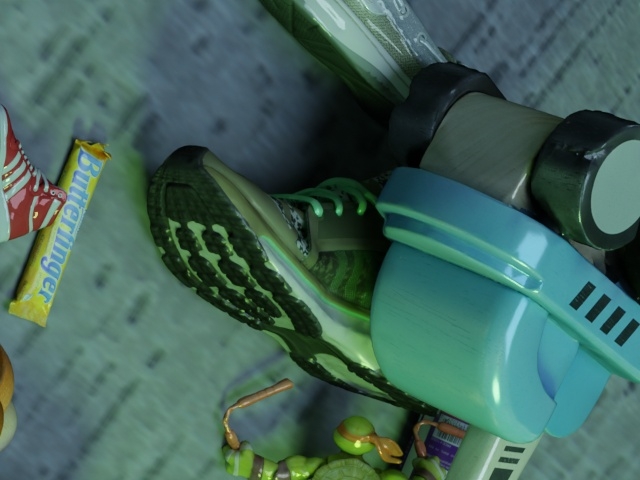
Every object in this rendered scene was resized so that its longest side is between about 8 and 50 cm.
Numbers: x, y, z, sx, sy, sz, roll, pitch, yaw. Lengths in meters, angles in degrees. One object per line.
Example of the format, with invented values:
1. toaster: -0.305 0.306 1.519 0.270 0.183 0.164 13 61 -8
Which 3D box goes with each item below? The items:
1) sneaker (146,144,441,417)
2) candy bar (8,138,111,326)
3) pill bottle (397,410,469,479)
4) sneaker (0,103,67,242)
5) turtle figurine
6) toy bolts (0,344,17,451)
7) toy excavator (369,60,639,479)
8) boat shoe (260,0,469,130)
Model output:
1. sneaker: 0.000 0.000 1.719 0.410 0.158 0.182 42 65 -46
2. candy bar: -0.215 -0.009 1.601 0.040 0.018 0.161 22 89 -42
3. pill bottle: 0.124 0.248 1.901 0.108 0.108 0.193 25 87 -42
4. sneaker: -0.239 -0.059 1.549 0.067 0.042 0.118 -14 119 -32
5. turtle figurine: 0.027 0.251 1.797 0.269 0.087 0.217 8 107 -20
6. toy bolts: -0.318 0.177 1.466 0.228 0.218 0.158 -34 131 -6
7. toy excavator: 0.159 0.131 1.688 0.433 0.222 0.445 37 81 -47
8. boat shoe: 0.072 -0.169 1.731 0.320 0.118 0.103 40 81 -33
